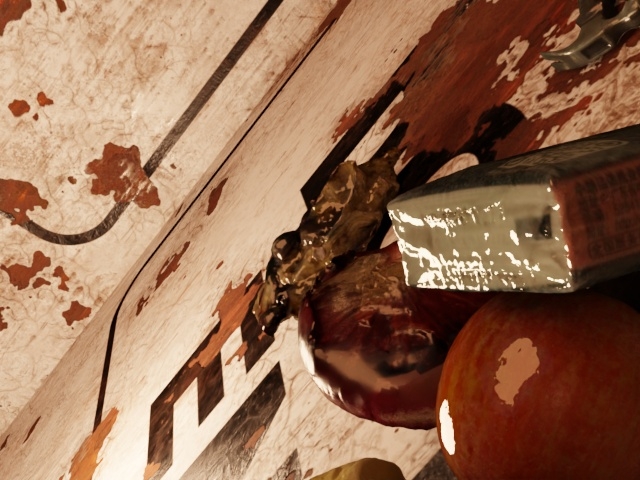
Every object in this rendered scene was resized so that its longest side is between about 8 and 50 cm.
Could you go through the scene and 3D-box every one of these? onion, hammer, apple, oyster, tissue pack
[{"bbox_3d":[0.117,0.112,0.943,0.272,0.195,0.272,-12,33,8],"label":"onion"},{"bbox_3d":[0.380,-0.327,1.203,0.159,0.041,0.226,-32,31,44],"label":"hammer"},{"bbox_3d":[0.185,0.131,0.693,0.188,0.188,0.173,-8,55,64],"label":"apple"},{"bbox_3d":[0.009,-0.007,1.428,0.361,0.096,0.221,-46,32,10],"label":"oyster"},{"bbox_3d":[0.243,-0.038,0.702,0.316,0.103,0.228,-14,5,-24],"label":"tissue pack"}]

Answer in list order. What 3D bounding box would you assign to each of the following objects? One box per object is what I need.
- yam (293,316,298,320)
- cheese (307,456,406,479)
[{"bbox_3d":[-0.037,0.087,1.503,0.032,0.032,0.145,-47,23,21],"label":"yam"},{"bbox_3d":[0.014,0.306,0.942,0.167,0.094,0.123,-35,26,44],"label":"cheese"}]
